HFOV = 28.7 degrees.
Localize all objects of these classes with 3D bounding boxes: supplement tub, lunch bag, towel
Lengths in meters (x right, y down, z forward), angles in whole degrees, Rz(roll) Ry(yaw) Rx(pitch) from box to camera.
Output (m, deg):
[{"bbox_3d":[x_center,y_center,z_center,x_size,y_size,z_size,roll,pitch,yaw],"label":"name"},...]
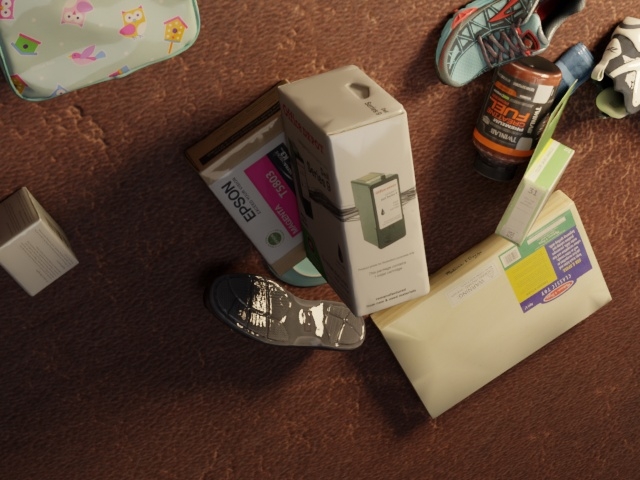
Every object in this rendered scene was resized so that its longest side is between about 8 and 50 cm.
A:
[{"bbox_3d":[0.307,-0.196,1.999,0.106,0.106,0.198,2,120,-27],"label":"supplement tub"},{"bbox_3d":[-0.301,-0.322,1.615,0.279,0.108,0.224,-22,125,-13],"label":"lunch bag"},{"bbox_3d":[0.396,-0.264,2.046,0.119,0.029,0.067,-42,129,5],"label":"towel"}]

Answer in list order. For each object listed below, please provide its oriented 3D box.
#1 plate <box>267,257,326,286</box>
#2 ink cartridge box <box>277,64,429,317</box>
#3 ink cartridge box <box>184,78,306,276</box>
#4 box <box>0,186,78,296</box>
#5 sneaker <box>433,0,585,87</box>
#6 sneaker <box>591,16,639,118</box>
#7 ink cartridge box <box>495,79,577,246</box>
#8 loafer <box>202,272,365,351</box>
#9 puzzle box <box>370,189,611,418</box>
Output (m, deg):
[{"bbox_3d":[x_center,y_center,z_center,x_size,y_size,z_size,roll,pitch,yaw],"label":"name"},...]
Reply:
[{"bbox_3d":[0.000,0.000,2.031,0.188,0.024,0.188,-13,125,-19],"label":"plate"},{"bbox_3d":[0.045,-0.074,1.761,0.121,0.211,0.289,-18,120,-14],"label":"ink cartridge box"},{"bbox_3d":[-0.058,-0.092,1.887,0.193,0.088,0.235,-38,124,-1],"label":"ink cartridge box"},{"bbox_3d":[-0.416,0.002,1.777,0.087,0.102,0.101,-37,130,-2],"label":"box"},{"bbox_3d":[0.287,-0.323,1.892,0.262,0.125,0.104,-41,129,3],"label":"sneaker"},{"bbox_3d":[0.526,-0.237,2.068,0.153,0.094,0.235,-49,129,-6],"label":"sneaker"},{"bbox_3d":[0.369,-0.125,2.025,0.171,0.056,0.235,-48,164,-54],"label":"ink cartridge box"},{"bbox_3d":[-0.069,0.131,2.038,0.302,0.109,0.095,17,156,-32],"label":"loafer"},{"bbox_3d":[0.314,0.120,2.246,0.409,0.052,0.272,-33,129,-3],"label":"puzzle box"}]
